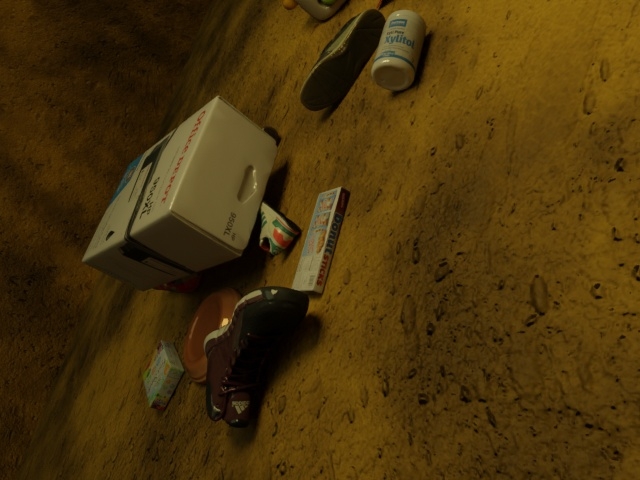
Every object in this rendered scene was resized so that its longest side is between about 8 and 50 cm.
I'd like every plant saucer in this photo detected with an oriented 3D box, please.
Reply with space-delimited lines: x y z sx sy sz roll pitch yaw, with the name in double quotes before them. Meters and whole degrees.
"plant saucer" -0.223 0.185 0.943 0.200 0.037 0.200 -38 38 38

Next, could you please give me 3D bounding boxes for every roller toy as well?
"roller toy" -0.001 -0.664 1.151 0.209 0.146 0.191 13 78 60

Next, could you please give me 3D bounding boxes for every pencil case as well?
"pencil case" -0.389 0.083 1.218 0.236 0.104 0.104 -10 59 55

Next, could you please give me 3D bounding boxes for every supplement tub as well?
"supplement tub" 0.126 -0.304 0.751 0.071 0.071 0.107 -9 61 54

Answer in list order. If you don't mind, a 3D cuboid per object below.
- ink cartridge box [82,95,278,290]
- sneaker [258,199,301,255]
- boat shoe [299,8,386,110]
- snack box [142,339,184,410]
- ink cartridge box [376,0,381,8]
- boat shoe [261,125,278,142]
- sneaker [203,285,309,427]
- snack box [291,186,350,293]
"ink cartridge box" -0.301 -0.081 0.990 0.395 0.166 0.286 -19 48 41
"sneaker" -0.098 -0.023 0.892 0.075 0.057 0.161 -55 33 2
"boat shoe" 0.039 -0.354 0.925 0.223 0.080 0.073 -50 27 12
"snack box" -0.358 0.301 1.060 0.100 0.037 0.141 -64 30 1
"ink cartridge box" 0.158 -0.648 0.794 0.385 0.091 0.308 135 158 -81
"boat shoe" -0.164 -0.188 1.128 0.190 0.068 0.072 -53 17 1
"sneaker" -0.100 0.190 0.705 0.281 0.106 0.163 -45 38 46
"snack box" 0.000 0.000 0.758 0.064 0.022 0.178 -11 58 55
